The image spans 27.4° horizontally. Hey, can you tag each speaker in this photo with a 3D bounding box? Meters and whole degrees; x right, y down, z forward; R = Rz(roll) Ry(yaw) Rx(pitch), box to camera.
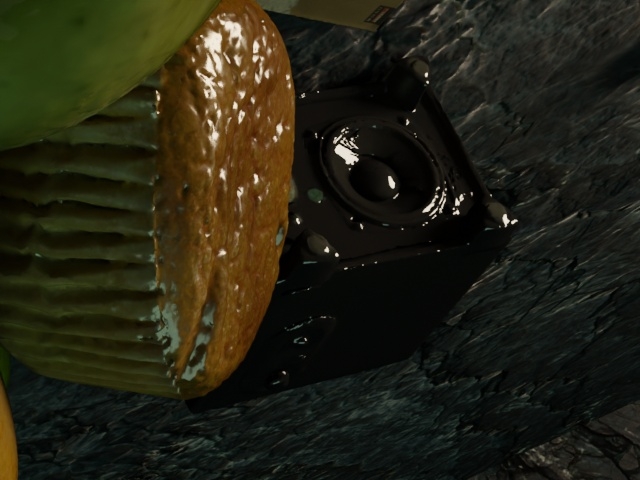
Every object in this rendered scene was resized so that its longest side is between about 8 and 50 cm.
[{"bbox_3d":[0.000,0.000,1.097,0.232,0.184,0.254,-11,153,-31],"label":"speaker"}]

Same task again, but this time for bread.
[{"bbox_3d":[-0.105,-0.033,0.815,0.143,0.253,0.227,3,-175,14],"label":"bread"}]

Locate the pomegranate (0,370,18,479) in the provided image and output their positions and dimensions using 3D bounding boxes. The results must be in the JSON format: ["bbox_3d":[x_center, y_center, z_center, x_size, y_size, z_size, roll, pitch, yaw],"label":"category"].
[{"bbox_3d":[-0.368,0.102,0.715,0.417,0.416,0.416,-22,156,-11],"label":"pomegranate"}]

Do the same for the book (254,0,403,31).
[{"bbox_3d":[0.011,-0.205,0.897,0.199,0.016,0.138,2,143,-47],"label":"book"}]

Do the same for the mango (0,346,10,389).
[{"bbox_3d":[-0.353,0.123,1.031,0.185,0.149,0.273,-5,153,-43],"label":"mango"}]

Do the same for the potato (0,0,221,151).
[{"bbox_3d":[-0.087,-0.187,0.518,0.213,0.280,0.330,-13,151,-23],"label":"potato"}]
